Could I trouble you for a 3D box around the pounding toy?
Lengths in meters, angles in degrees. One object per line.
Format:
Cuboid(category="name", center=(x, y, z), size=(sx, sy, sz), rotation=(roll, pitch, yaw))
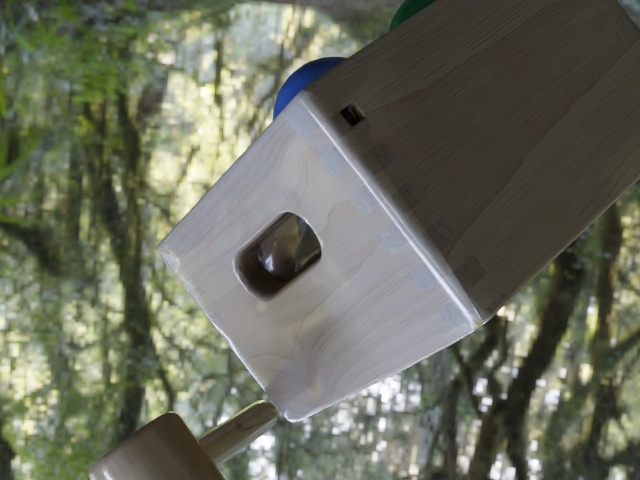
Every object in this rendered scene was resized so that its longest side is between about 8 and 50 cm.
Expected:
Cuboid(category="pounding toy", center=(-0.008, 0.006, 0.410), size=(0.206, 0.094, 0.181), rotation=(-38, 180, -34))
